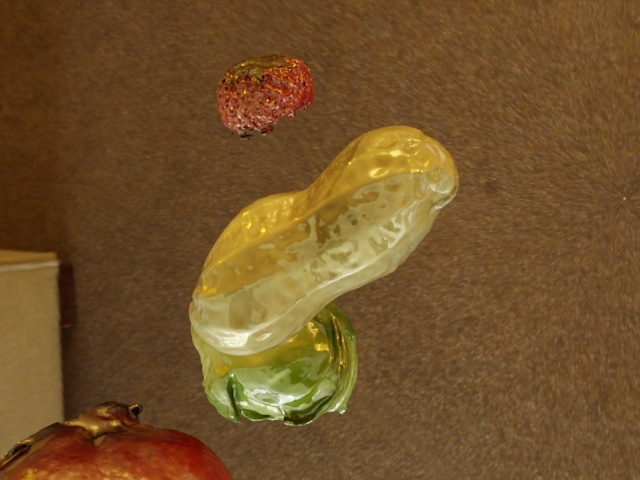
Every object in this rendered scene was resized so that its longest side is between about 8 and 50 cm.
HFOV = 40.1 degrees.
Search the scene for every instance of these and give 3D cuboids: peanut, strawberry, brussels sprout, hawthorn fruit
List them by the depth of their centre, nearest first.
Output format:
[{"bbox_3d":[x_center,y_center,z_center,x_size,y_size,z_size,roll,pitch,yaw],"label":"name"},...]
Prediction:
[{"bbox_3d":[-0.132,0.233,0.568,0.189,0.189,0.251,-21,80,19],"label":"hawthorn fruit"},{"bbox_3d":[0.000,0.000,0.825,0.290,0.130,0.130,-32,82,8],"label":"peanut"},{"bbox_3d":[-0.078,-0.203,1.193,0.145,0.145,0.086,3,121,19],"label":"strawberry"},{"bbox_3d":[-0.066,0.175,1.347,0.294,0.259,0.227,24,88,33],"label":"brussels sprout"}]
